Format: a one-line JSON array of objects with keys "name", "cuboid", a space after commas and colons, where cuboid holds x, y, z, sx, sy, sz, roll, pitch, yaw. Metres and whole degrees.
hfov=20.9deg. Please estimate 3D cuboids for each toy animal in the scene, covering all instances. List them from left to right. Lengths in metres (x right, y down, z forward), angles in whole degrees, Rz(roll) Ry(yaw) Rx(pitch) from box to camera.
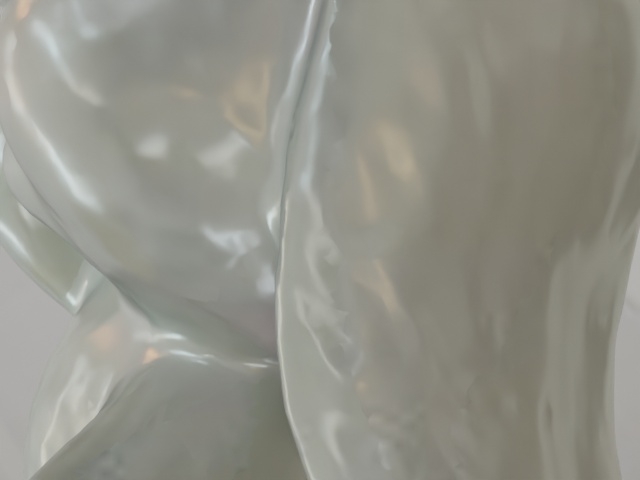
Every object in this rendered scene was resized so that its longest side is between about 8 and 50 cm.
[{"name": "toy animal", "cuboid": [0.002, 0.018, 0.427, 0.249, 0.174, 0.289, -104, 15, -46]}]
